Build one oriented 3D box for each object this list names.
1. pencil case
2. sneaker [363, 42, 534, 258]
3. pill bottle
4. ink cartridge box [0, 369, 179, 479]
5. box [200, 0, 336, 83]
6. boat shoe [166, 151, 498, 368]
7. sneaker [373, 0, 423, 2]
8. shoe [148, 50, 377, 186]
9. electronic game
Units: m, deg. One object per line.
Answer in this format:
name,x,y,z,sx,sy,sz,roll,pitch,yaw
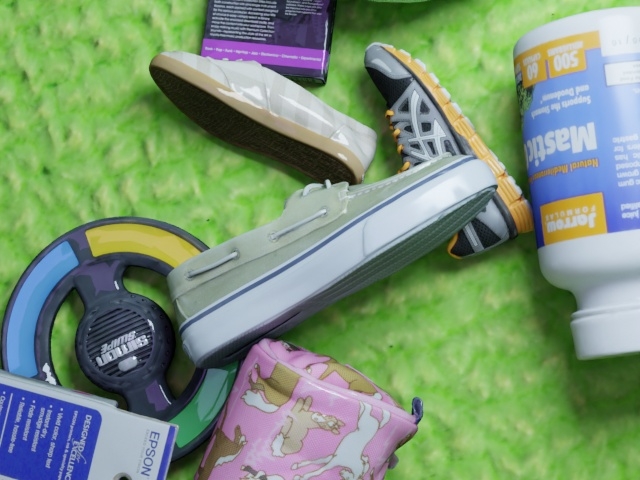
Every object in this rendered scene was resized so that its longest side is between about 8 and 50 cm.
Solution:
pencil case,-0.054,0.279,1.132,0.167,0.160,0.386,24,88,-17
sneaker,0.097,-0.079,1.196,0.083,0.084,0.215,-36,81,8
pill bottle,0.248,-0.042,1.133,0.152,0.152,0.272,-7,82,7
ink cartridge box,-0.297,0.199,1.193,0.371,0.069,0.175,12,87,21
box,-0.042,-0.229,1.257,0.116,0.029,0.162,7,86,8
boat shoe,0.000,0.000,1.142,0.302,0.109,0.094,-30,76,11
sneaker,0.102,-0.439,1.210,0.202,0.185,0.482,4,86,-11
shoe,-0.050,-0.116,1.229,0.219,0.076,0.058,28,65,4
electronic game,-0.175,0.092,1.229,0.229,0.048,0.229,-1,84,7
